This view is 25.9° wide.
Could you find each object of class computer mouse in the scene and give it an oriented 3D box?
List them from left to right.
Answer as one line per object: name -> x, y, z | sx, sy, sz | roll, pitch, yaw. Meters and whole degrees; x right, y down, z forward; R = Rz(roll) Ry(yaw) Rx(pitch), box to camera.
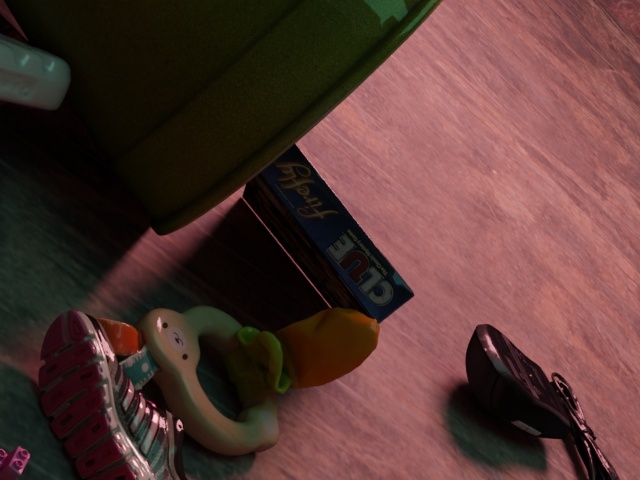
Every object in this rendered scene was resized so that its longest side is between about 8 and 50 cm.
computer mouse -> 0.229, 0.198, 1.460 | 0.262, 0.060, 0.184 | 34, 26, -53

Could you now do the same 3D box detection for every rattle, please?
rattle -> -0.072, 0.084, 1.057 | 0.200, 0.143, 0.130 | 36, 53, -42

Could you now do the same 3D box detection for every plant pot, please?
plant pot -> -0.121, -0.255, 1.128 | 0.353, 0.366, 0.366 | 47, 28, -12

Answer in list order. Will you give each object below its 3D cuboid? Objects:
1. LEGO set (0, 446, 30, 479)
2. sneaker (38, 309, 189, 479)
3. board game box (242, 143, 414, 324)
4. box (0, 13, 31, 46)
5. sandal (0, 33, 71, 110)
LEGO set -> -0.253, 0.067, 0.845 | 0.227, 0.093, 0.087 | 43, 28, -16
sneaker -> -0.140, 0.128, 0.979 | 0.075, 0.063, 0.170 | -4, 65, -58
board game box -> 0.000, 0.000, 1.230 | 0.165, 0.042, 0.243 | 51, -6, 0
box -> -0.299, -0.160, 1.123 | 0.094, 0.027, 0.137 | 45, 28, -9
sandal -> -0.336, -0.111, 0.910 | 0.169, 0.102, 0.416 | 23, 12, 41
